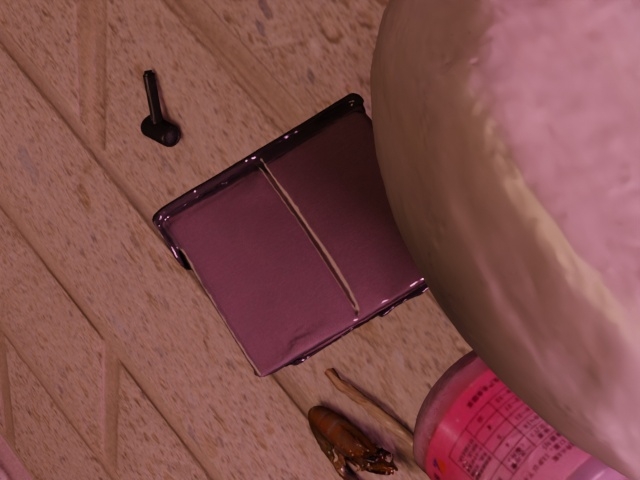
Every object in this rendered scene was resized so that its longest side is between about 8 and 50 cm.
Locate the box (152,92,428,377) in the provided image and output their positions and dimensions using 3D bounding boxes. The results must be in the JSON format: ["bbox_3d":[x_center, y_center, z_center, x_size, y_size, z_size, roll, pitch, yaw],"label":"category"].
[{"bbox_3d":[0.000,0.000,1.271,0.153,0.188,0.252,58,180,4],"label":"box"}]

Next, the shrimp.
[{"bbox_3d":[0.040,0.245,1.748,0.178,0.034,0.124,25,141,54],"label":"shrimp"}]

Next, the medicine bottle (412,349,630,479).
[{"bbox_3d":[0.194,0.195,1.272,0.247,0.147,0.147,43,151,34],"label":"medicine bottle"}]

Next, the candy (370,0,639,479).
[{"bbox_3d":[0.158,0.001,0.982,0.386,0.186,0.427,57,180,-2],"label":"candy"}]

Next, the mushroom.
[{"bbox_3d":[0.092,0.202,1.620,0.286,0.026,0.028,35,130,45],"label":"mushroom"}]

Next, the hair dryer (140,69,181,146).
[{"bbox_3d":[-0.175,-0.144,1.744,0.047,0.026,0.083,27,132,47],"label":"hair dryer"}]
